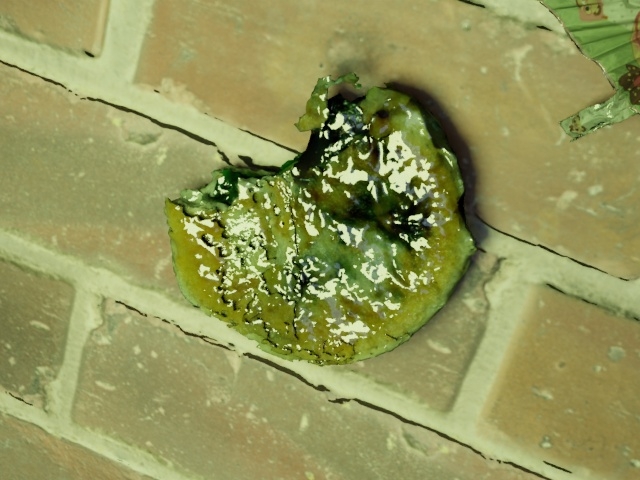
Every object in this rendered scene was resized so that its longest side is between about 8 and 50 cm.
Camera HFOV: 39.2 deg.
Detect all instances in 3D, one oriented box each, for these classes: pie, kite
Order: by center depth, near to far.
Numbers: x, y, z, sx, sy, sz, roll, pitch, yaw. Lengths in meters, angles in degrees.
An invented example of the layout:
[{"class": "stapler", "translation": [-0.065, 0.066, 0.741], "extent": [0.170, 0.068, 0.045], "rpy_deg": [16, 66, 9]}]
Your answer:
[{"class": "kite", "translation": [0.296, -0.150, 0.794], "extent": [0.323, 0.013, 0.268], "rpy_deg": [51, 152, 3]}, {"class": "pie", "translation": [0.000, 0.000, 0.997], "extent": [0.371, 0.078, 0.296], "rpy_deg": [-31, 101, 25]}]
